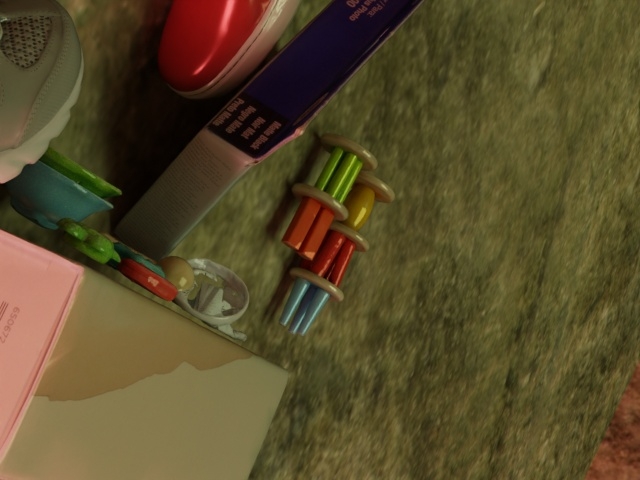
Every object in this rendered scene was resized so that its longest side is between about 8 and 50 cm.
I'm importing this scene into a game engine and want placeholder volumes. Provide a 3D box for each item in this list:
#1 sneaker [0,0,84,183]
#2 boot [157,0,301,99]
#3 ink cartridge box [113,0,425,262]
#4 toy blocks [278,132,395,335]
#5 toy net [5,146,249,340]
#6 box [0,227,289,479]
[{"bbox_3d":[-0.211,-0.078,0.741,0.281,0.105,0.115,-36,141,-50],"label":"sneaker"},{"bbox_3d":[-0.075,-0.213,0.967,0.176,0.088,0.244,13,104,-52],"label":"boot"},{"bbox_3d":[-0.023,-0.100,1.055,0.223,0.045,0.224,-49,-173,-37],"label":"ink cartridge box"},{"bbox_3d":[0.000,0.000,1.319,0.148,0.054,0.123,-62,156,-13],"label":"toy blocks"},{"bbox_3d":[-0.099,0.010,0.980,0.232,0.122,0.045,36,83,-49],"label":"toy net"},{"bbox_3d":[-0.150,0.083,0.958,0.121,0.148,0.311,-66,158,-6],"label":"box"}]
